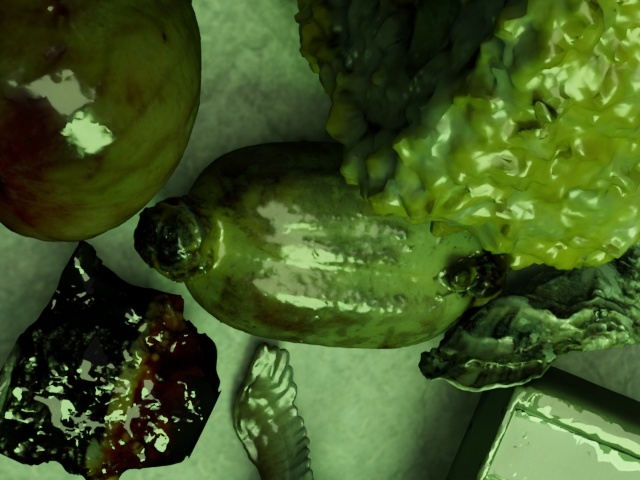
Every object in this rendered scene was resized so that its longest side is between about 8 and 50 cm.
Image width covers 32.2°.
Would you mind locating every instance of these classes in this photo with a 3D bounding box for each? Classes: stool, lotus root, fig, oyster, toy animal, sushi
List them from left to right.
[{"bbox_3d":[-0.161,0.116,0.886,0.150,0.153,0.172,25,74,0],"label":"sushi"},{"bbox_3d":[-0.142,-0.152,0.829,0.321,0.217,0.217,-44,112,-26],"label":"fig"},{"bbox_3d":[-0.036,0.240,0.964,0.197,0.160,0.272,-29,102,-6],"label":"toy animal"},{"bbox_3d":[0.000,0.000,0.903,0.309,0.173,0.173,7,100,-22],"label":"lotus root"},{"bbox_3d":[0.135,-0.185,0.773,0.240,0.396,0.351,11,136,-29],"label":"sushi"},{"bbox_3d":[0.204,0.071,0.975,0.252,0.199,0.087,-18,99,1],"label":"oyster"},{"bbox_3d":[0.229,0.272,0.981,0.244,0.170,0.269,22,94,3],"label":"stool"}]
